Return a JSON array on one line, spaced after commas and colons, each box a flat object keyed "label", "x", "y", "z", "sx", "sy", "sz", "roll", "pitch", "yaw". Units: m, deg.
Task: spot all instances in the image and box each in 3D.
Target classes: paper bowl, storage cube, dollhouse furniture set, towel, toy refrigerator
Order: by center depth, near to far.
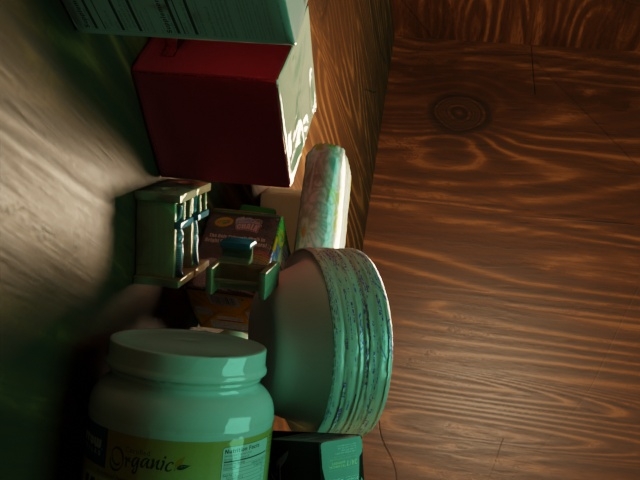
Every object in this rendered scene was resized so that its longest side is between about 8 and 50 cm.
[{"label": "storage cube", "x": -0.121, "y": -0.205, "z": 1.115, "sx": 0.215, "sy": 0.193, "sz": 0.183, "roll": 84, "pitch": 16, "yaw": -47}, {"label": "dollhouse furniture set", "x": -0.146, "y": -0.006, "z": 1.116, "sx": 0.129, "sy": 0.184, "sz": 0.129, "roll": -47, "pitch": 142, "yaw": -73}, {"label": "paper bowl", "x": -0.016, "y": 0.151, "z": 1.186, "sx": 0.284, "sy": 0.148, "sz": 0.284, "roll": 180, "pitch": -90, "yaw": -70}, {"label": "towel", "x": 0.000, "y": 0.000, "z": 1.535, "sx": 0.374, "sy": 0.090, "sz": 0.320, "roll": 31, "pitch": 63, "yaw": -86}, {"label": "toy refrigerator", "x": -0.076, "y": 0.027, "z": 1.747, "sx": 0.094, "sy": 0.102, "sz": 0.269, "roll": -48, "pitch": 143, "yaw": -72}]

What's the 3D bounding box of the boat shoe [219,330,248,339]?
[{"label": "boat shoe", "x": -0.155, "y": 0.252, "z": 1.512, "sx": 0.227, "sy": 0.079, "sz": 0.081, "roll": 88, "pitch": 9, "yaw": -52}]

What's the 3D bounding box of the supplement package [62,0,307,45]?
[{"label": "supplement package", "x": -0.138, "y": -0.298, "z": 0.816, "sx": 0.134, "sy": 0.244, "sz": 0.139, "roll": 76, "pitch": 24, "yaw": -60}]

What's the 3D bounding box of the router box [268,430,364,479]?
[{"label": "router box", "x": -0.070, "y": 0.386, "z": 1.100, "sx": 0.081, "sy": 0.309, "sz": 0.242, "roll": 4, "pitch": 80, "yaw": -43}]

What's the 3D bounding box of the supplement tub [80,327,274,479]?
[{"label": "supplement tub", "x": -0.177, "y": 0.279, "z": 0.996, "sx": 0.228, "sy": 0.228, "sz": 0.316, "roll": -3, "pitch": 99, "yaw": -79}]

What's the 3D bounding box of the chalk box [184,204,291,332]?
[{"label": "chalk box", "x": -0.130, "y": 0.034, "z": 1.375, "sx": 0.132, "sy": 0.132, "sz": 0.213, "roll": 81, "pitch": 19, "yaw": -54}]
